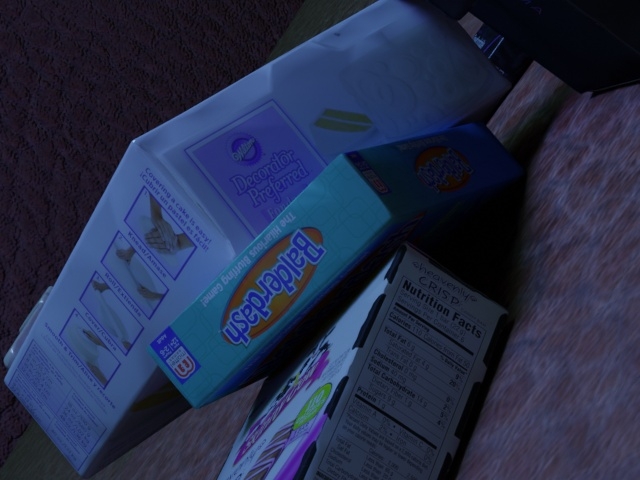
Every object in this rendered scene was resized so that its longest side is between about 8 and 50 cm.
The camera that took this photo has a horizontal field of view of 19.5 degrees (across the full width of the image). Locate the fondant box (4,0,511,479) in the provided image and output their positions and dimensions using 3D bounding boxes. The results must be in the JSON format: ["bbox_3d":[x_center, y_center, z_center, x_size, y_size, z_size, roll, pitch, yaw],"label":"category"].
[{"bbox_3d":[-0.050,0.001,1.193,0.238,0.096,0.330,-33,-12,-34],"label":"fondant box"}]

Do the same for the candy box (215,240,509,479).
[{"bbox_3d":[-0.005,0.131,0.910,0.159,0.071,0.233,-47,11,45],"label":"candy box"}]

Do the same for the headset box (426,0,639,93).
[{"bbox_3d":[0.136,-0.250,1.018,0.283,0.246,0.131,-57,10,-7],"label":"headset box"}]

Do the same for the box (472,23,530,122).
[{"bbox_3d":[0.099,-0.098,1.348,0.162,0.029,0.116,-53,9,7],"label":"box"}]

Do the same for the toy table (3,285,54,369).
[{"bbox_3d":[-0.182,0.066,1.814,0.274,0.161,0.252,-49,10,38],"label":"toy table"}]

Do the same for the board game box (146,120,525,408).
[{"bbox_3d":[0.015,0.009,1.044,0.160,0.047,0.210,-44,-11,24],"label":"board game box"}]
